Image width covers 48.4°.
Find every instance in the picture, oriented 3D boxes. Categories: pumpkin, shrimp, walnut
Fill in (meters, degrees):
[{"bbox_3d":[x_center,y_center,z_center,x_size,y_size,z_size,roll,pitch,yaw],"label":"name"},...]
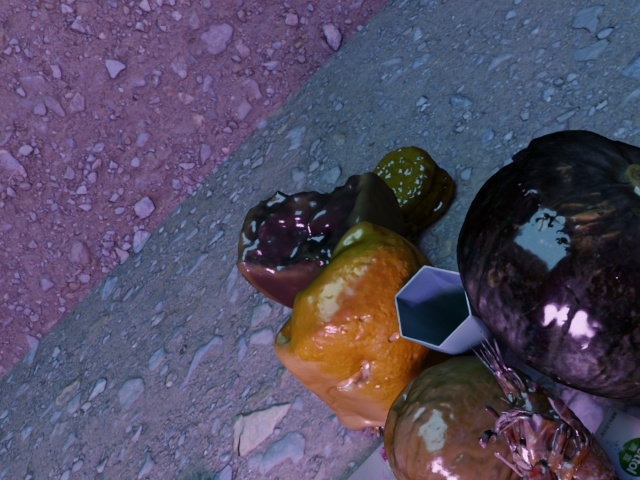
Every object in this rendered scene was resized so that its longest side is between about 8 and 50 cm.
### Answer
[{"bbox_3d":[0.429,0.038,1.095,0.454,0.455,0.343,-96,18,-52],"label":"pumpkin"},{"bbox_3d":[0.305,0.281,1.024,0.145,0.116,0.343,-31,60,2],"label":"shrimp"},{"bbox_3d":[0.241,0.320,1.189,0.283,0.227,0.282,-3,57,4],"label":"walnut"}]

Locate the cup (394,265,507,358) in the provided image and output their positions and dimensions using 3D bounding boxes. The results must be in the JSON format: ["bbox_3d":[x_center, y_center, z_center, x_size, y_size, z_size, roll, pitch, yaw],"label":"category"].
[{"bbox_3d":[0.248,0.152,1.269,0.148,0.236,0.134,-44,49,10],"label":"cup"}]

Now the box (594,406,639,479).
[{"bbox_3d":[0.443,0.360,1.031,0.194,0.073,0.139,-54,30,-10],"label":"box"}]

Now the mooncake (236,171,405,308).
[{"bbox_3d":[0.000,0.000,1.705,0.393,0.394,0.246,104,-178,-49],"label":"mooncake"}]

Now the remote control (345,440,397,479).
[{"bbox_3d":[0.091,0.499,1.348,0.344,0.050,0.145,-46,30,3],"label":"remote control"}]

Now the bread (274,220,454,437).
[{"bbox_3d":[0.111,0.175,1.399,0.250,0.394,0.361,25,71,43],"label":"bread"}]

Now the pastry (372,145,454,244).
[{"bbox_3d":[0.213,-0.126,1.838,0.235,0.132,0.240,-50,29,-6],"label":"pastry"}]
